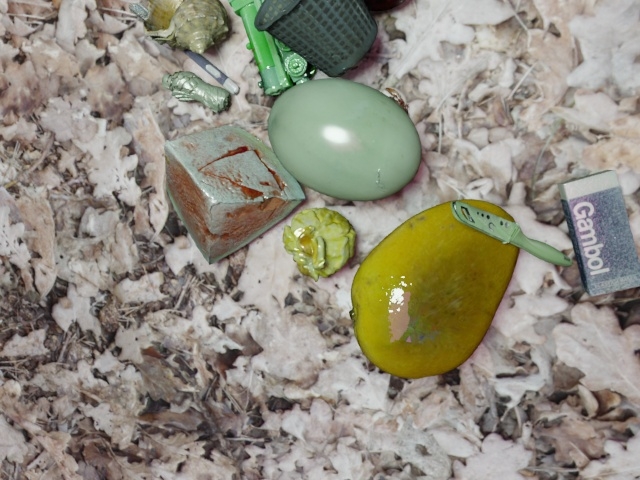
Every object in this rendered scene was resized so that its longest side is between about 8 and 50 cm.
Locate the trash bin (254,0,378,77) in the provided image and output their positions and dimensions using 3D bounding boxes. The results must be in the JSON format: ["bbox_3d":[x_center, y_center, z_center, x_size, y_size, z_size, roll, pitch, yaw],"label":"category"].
[{"bbox_3d":[0.007,-0.370,0.777,0.161,0.175,0.175,34,108,-33],"label":"trash bin"}]

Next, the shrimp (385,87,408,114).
[{"bbox_3d":[0.142,-0.257,0.882,0.092,0.029,0.038,45,106,6],"label":"shrimp"}]

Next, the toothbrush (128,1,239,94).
[{"bbox_3d":[-0.277,-0.393,0.950,0.288,0.026,0.024,40,108,2],"label":"toothbrush"}]

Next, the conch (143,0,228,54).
[{"bbox_3d":[-0.261,-0.433,0.886,0.155,0.130,0.207,-14,74,-21],"label":"conch"}]

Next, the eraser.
[{"bbox_3d":[0.501,-0.013,0.837,0.092,0.046,0.212,-16,96,14],"label":"eraser"}]

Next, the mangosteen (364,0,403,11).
[{"bbox_3d":[0.107,-0.477,0.802,0.152,0.152,0.152,2,100,12],"label":"mangosteen"}]

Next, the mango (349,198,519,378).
[{"bbox_3d":[0.209,0.080,0.839,0.253,0.182,0.365,44,93,-2],"label":"mango"}]

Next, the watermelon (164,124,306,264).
[{"bbox_3d":[-0.202,-0.081,0.899,0.261,0.201,0.213,-40,82,19],"label":"watermelon"}]

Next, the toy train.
[{"bbox_3d":[-0.095,-0.398,0.885,0.119,0.085,0.251,-17,94,20],"label":"toy train"}]

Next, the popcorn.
[{"bbox_3d":[0.000,0.000,0.901,0.135,0.162,0.141,-31,75,3],"label":"popcorn"}]

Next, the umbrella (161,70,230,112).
[{"bbox_3d":[-0.251,-0.301,0.943,0.143,0.062,0.067,19,68,-1],"label":"umbrella"}]

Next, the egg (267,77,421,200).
[{"bbox_3d":[0.041,-0.176,0.827,0.282,0.203,0.203,25,104,9],"label":"egg"}]

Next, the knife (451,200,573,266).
[{"bbox_3d":[0.331,-0.008,0.790,0.293,0.020,0.043,19,77,-24],"label":"knife"}]
